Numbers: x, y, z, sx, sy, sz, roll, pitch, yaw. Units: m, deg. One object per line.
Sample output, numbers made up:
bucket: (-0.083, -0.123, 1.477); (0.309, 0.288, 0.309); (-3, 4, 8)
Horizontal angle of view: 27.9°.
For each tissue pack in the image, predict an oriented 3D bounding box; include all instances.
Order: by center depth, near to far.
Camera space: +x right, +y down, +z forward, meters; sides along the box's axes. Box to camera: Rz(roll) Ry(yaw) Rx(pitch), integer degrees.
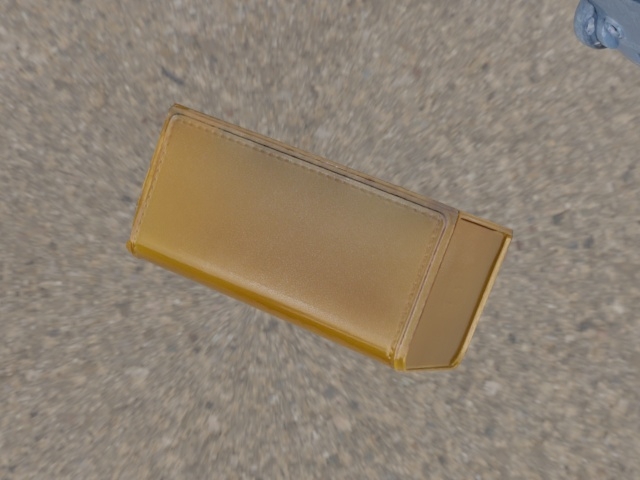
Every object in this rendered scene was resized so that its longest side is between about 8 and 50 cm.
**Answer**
tissue pack: (0.000, 0.000, 1.119); (0.274, 0.194, 0.145); (21, 92, 22)

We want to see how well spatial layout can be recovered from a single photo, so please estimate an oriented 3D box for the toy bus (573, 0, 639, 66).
toy bus: (0.367, -0.290, 1.247); (0.232, 0.197, 0.294); (-43, 134, -7)
